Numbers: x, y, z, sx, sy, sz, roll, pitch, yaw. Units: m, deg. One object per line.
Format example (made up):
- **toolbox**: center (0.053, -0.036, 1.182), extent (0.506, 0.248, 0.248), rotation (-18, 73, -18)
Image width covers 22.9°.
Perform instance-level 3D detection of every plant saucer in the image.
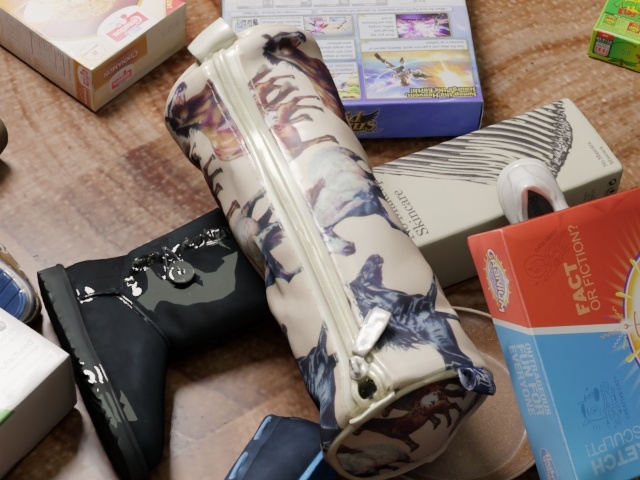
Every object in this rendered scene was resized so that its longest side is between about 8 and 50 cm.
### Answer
- **plant saucer**: center (0.119, 0.150, 1.449), extent (0.199, 0.036, 0.198), rotation (2, 51, -2)

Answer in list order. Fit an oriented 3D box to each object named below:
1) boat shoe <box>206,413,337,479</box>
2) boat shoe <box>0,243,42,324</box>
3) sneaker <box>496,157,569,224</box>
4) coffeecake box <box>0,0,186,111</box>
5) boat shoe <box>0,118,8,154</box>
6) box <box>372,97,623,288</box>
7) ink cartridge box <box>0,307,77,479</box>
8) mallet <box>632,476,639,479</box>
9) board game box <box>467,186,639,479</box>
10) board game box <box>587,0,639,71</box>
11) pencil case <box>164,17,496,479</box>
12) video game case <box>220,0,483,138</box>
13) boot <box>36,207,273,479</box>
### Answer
- **boat shoe**: center (-0.077, 0.247, 1.339), extent (0.089, 0.109, 0.258), rotation (21, 37, 22)
- **boat shoe**: center (-0.338, 0.017, 1.510), extent (0.066, 0.066, 0.183), rotation (-44, 75, 6)
- **sneaker**: center (0.231, 0.026, 1.462), extent (0.080, 0.094, 0.212), rotation (-34, 101, 8)
- **coffeecake box**: center (-0.261, -0.245, 1.719), extent (0.185, 0.068, 0.142), rotation (35, 57, 22)
- **boat shoe**: center (-0.475, -0.128, 1.591), extent (0.307, 0.110, 0.104), rotation (19, 52, 12)
- **box**: center (0.151, -0.036, 1.559), extent (0.275, 0.094, 0.113), rotation (-21, 57, -19)
- **ink cartridge box**: center (-0.354, 0.121, 1.414), extent (0.219, 0.092, 0.160), rotation (31, 56, 19)
- **mallet**: center (0.263, 0.229, 1.398), extent (0.062, 0.039, 0.189), rotation (16, 49, 5)
- **board game box**: center (0.311, 0.067, 1.406), extent (0.317, 0.064, 0.242), rotation (-17, 89, -23)
- **board game box**: center (0.398, -0.221, 1.747), extent (0.181, 0.043, 0.092), rotation (20, 53, 12)
- **pencil case**: center (0.000, 0.000, 1.386), extent (0.160, 0.183, 0.410), rotation (-26, 66, -2)
- **video game case**: center (0.028, -0.216, 1.715), extent (0.270, 0.061, 0.244), rotation (-2, 51, -4)
- **boot**: center (-0.128, 0.086, 1.450), extent (0.207, 0.094, 0.246), rotation (-19, 53, -15)
